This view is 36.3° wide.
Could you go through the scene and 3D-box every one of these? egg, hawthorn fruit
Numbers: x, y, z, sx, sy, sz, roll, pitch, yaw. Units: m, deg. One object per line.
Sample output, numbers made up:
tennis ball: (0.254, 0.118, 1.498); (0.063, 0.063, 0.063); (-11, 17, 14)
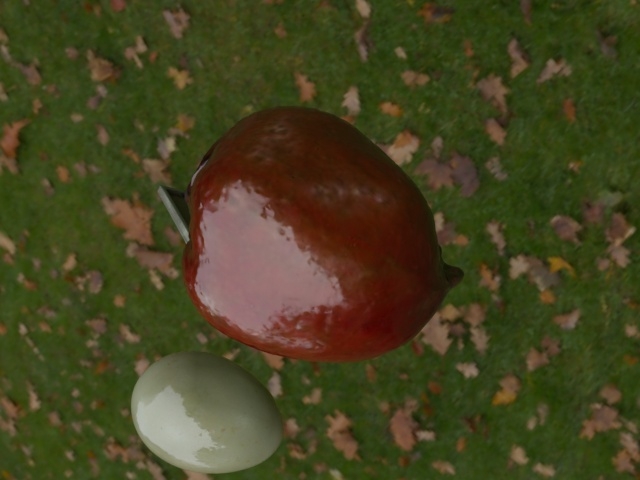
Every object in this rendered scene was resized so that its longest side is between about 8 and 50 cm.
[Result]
egg: (-0.180, 0.280, 1.578); (0.253, 0.189, 0.189); (19, 142, -11)
hawthorn fruit: (-0.016, 0.002, 1.082); (0.311, 0.295, 0.295); (40, 141, 20)

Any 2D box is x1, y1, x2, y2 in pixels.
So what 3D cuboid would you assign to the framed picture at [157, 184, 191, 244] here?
framed picture: (-0.107, -0.009, 1.307); (0.015, 0.203, 0.150); (-59, 43, 22)
